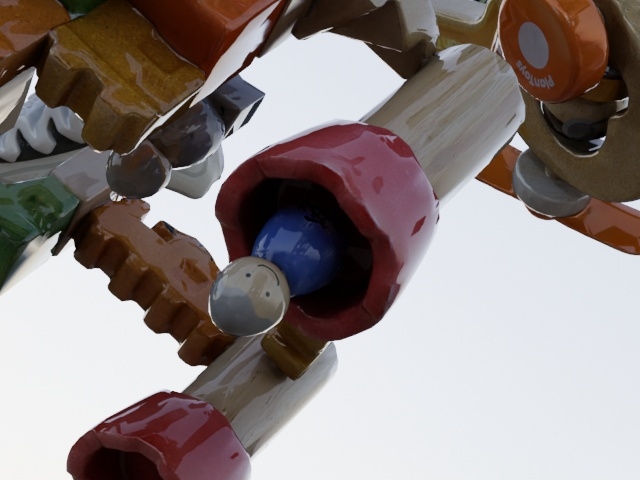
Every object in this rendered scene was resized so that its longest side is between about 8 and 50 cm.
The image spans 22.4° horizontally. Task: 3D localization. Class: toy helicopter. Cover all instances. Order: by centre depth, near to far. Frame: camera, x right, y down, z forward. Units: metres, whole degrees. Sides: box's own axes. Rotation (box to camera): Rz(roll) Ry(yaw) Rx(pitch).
[{"bbox_3d":[0.146,-0.122,1.200,0.355,0.140,0.235,31,-41,52],"label":"toy helicopter"}]

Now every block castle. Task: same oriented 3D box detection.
[{"bbox_3d":[-0.158,-0.078,0.769,0.453,0.213,0.303,42,-46,7],"label":"block castle"}]

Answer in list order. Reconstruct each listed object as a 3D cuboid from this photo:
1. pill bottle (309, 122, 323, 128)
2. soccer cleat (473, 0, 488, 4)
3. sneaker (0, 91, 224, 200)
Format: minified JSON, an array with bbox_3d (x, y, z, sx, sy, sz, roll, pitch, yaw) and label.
[{"bbox_3d":[0.000,0.000,1.401,0.112,0.112,0.187,22,-53,-8],"label":"pill bottle"},{"bbox_3d":[0.180,-0.274,1.921,0.072,0.060,0.179,-10,-46,-5],"label":"soccer cleat"},{"bbox_3d":[-0.205,-0.047,1.171,0.292,0.110,0.118,-17,-68,21],"label":"sneaker"}]
